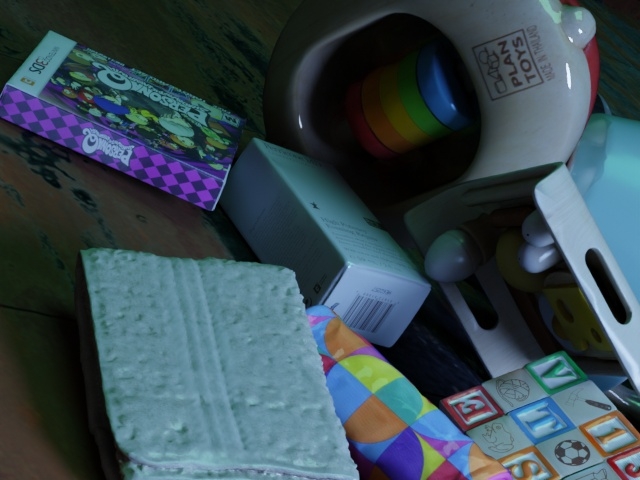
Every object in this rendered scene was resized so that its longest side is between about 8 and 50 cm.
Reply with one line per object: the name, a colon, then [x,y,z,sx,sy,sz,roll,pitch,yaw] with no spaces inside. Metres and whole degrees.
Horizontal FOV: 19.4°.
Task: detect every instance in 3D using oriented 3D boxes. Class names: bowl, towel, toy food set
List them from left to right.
towel: [-0.084,0.104,1.417,0.187,0.049,0.282,6,34,-17]
toy food set: [0.192,0.053,1.726,0.220,0.092,0.306,61,-16,-7]
bowl: [0.279,-0.010,1.947,0.163,0.311,0.311,32,19,-12]

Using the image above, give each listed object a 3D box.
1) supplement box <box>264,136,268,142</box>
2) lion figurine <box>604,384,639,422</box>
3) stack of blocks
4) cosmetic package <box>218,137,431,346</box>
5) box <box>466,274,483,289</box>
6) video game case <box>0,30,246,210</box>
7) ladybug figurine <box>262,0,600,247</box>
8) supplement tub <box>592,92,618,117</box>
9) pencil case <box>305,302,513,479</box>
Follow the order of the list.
supplement box: [-0.004,-0.109,2.152,0.083,0.056,0.083,41,21,23]
lion figurine: [0.406,0.192,1.930,0.240,0.142,0.392,27,20,-9]
stack of blocks: [0.244,0.224,1.547,0.171,0.087,0.297,-19,43,-21]
cosmetic package: [0.000,0.000,1.851,0.117,0.085,0.231,17,26,-40]
box: [0.213,-0.047,2.195,0.108,0.153,0.207,33,18,3]
video game case: [-0.194,-0.124,1.875,0.232,0.042,0.210,24,20,-5]
ladybug figurine: [0.125,-0.156,1.924,0.162,0.449,0.305,-25,96,-41]
supplement tub: [0.244,-0.145,2.422,0.316,0.194,0.193,21,22,-30]
pencil case: [0.047,0.152,1.527,0.236,0.104,0.104,43,21,26]
